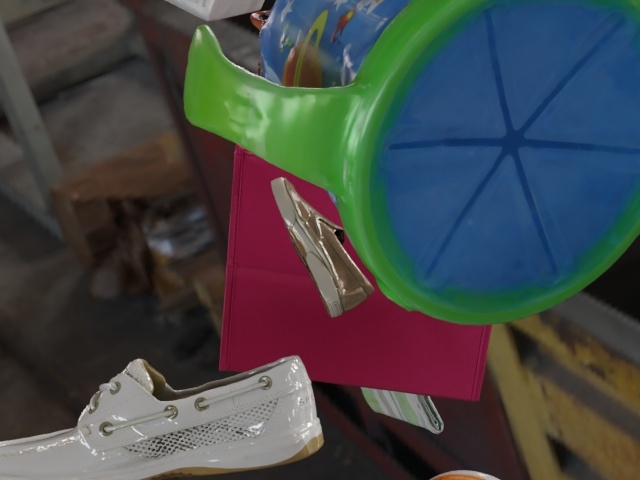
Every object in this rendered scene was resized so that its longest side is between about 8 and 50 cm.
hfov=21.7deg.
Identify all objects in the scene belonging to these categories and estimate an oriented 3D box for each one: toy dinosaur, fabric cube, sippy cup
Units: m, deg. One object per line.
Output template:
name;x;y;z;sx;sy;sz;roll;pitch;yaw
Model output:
toy dinosaur;-0.027;-0.158;1.243;0.047;0.090;0.082;-30;57;-18
fabric cube;0.048;-0.021;1.651;0.258;0.259;0.254;6;31;1
sippy cup;0.076;-0.097;1.073;0.240;0.305;0.224;-48;36;2

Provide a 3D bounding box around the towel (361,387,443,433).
towel;0.081;0.176;2.002;0.023;0.113;0.152;-34;19;-23

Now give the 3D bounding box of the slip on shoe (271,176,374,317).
slip on shoe;0.000;0.000;1.350;0.041;0.051;0.135;-25;55;-3

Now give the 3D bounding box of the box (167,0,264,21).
box;-0.102;-0.333;1.704;0.119;0.181;0.182;28;18;8

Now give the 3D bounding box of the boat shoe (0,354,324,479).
boat shoe;-0.140;0.141;1.322;0.277;0.096;0.098;-9;5;-1

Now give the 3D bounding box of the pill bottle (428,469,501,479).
pill bottle;0.081;0.274;1.268;0.121;0.121;0.221;-3;18;29
